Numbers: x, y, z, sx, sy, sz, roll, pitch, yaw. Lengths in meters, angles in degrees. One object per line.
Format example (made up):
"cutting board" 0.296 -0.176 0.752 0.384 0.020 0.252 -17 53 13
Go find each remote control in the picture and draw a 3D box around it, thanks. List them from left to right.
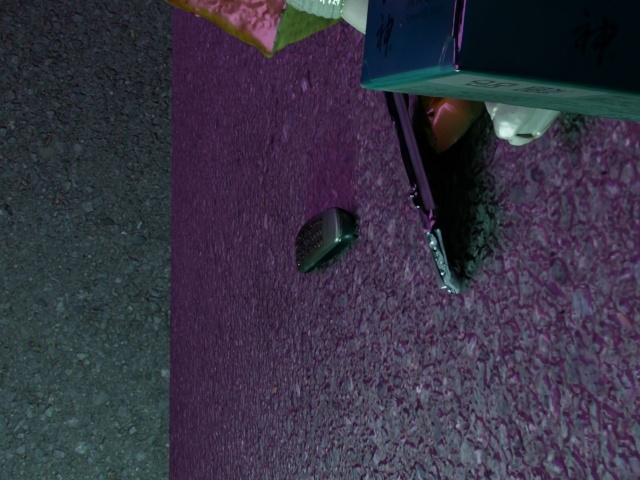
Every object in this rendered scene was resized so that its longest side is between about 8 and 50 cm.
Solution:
"remote control" 0.000 0.000 1.388 0.222 0.042 0.072 143 127 -68

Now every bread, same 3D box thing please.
"bread" 0.021 -0.357 1.067 0.245 0.362 0.233 33 119 37

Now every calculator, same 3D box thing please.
"calculator" 0.105 -0.084 1.009 0.165 0.028 0.274 63 -166 -56

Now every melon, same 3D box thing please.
"melon" 0.131 -0.177 0.972 0.128 0.079 0.160 -2 -107 -87

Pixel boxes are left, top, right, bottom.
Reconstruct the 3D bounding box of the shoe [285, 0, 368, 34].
"shoe" 0.133 -0.315 0.857 0.342 0.211 0.132 -56 -4 -9

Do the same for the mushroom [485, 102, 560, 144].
"mushroom" 0.197 -0.216 0.762 0.096 0.099 0.277 36 118 51

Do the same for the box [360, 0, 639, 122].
"box" 0.166 -0.133 0.590 0.153 0.245 0.092 -164 78 -70
